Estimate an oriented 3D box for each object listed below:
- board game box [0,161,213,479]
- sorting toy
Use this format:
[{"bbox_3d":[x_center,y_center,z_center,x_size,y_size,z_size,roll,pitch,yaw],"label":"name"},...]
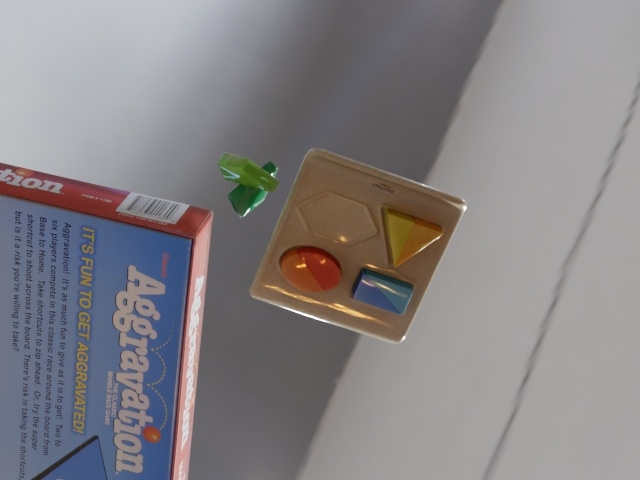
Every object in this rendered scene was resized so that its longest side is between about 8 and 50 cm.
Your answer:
[{"bbox_3d":[-0.128,0.099,0.629,0.027,0.145,0.281,-59,160,-60],"label":"board game box"},{"bbox_3d":[0.000,0.000,0.489,0.012,0.083,0.062,-94,-154,-61],"label":"sorting toy"}]
